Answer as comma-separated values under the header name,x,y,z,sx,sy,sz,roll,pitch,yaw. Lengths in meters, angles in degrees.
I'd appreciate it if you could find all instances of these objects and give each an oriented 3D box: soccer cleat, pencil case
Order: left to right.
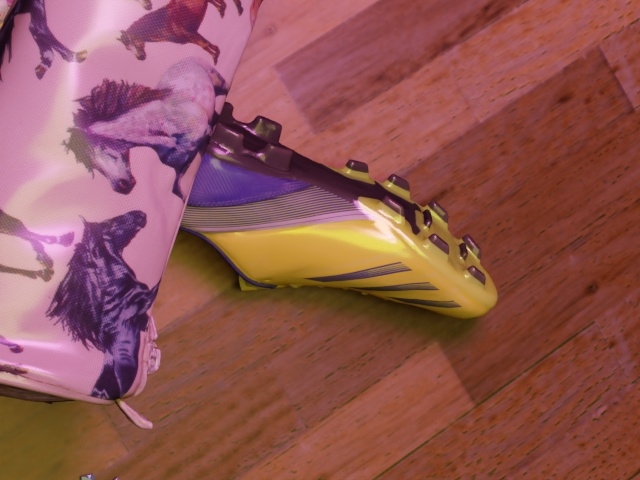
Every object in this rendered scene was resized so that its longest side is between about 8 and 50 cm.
name,x,y,z,sx,sy,sz,roll,pitch,yaw
pencil case,-0.137,-0.088,1.157,0.183,0.160,0.410,24,82,-27
soccer cleat,-0.001,-0.001,1.300,0.289,0.093,0.121,26,111,-20

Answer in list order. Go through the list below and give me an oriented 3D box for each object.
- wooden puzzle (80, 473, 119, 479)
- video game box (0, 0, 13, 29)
name,x,y,z,sx,sy,sz,roll,pitch,yaw
wooden puzzle,-0.156,0.209,1.268,0.049,0.006,0.083,-34,99,-16
video game box,-0.223,-0.135,1.237,0.205,0.048,0.187,29,82,-16
